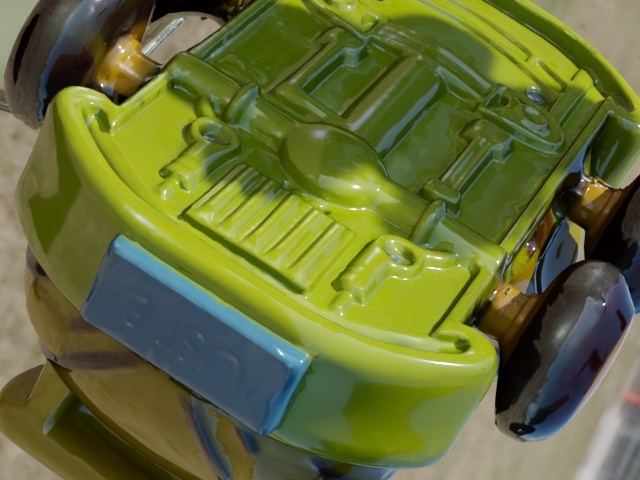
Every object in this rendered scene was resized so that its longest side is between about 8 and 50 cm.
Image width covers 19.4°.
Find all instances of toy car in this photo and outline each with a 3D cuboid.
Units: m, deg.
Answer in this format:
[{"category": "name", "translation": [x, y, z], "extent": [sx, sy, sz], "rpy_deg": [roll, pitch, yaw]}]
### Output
[{"category": "toy car", "translation": [0.000, 0.000, 0.607], "extent": [0.248, 0.200, 0.142], "rpy_deg": [-41, 163, -54]}]

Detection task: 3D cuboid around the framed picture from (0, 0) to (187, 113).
[{"category": "framed picture", "translation": [-0.229, -0.161, 1.410], "extent": [0.173, 0.231, 0.010], "rpy_deg": [-51, 146, -36]}]
